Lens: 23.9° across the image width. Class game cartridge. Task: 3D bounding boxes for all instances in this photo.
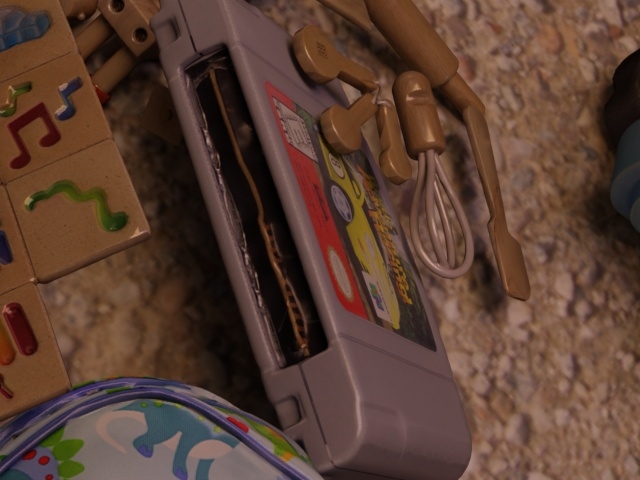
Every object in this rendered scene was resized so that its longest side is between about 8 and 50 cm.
[{"bbox_3d":[0.000,0.000,0.866,0.060,0.196,0.294,-24,70,13],"label":"game cartridge"}]

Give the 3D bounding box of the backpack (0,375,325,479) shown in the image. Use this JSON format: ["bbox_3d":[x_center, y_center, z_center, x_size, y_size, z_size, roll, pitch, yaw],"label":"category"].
[{"bbox_3d":[-0.121,0.229,0.668,0.290,0.273,0.355,36,42,2],"label":"backpack"}]

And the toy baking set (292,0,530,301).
[{"bbox_3d":[0.054,-0.078,0.968,0.256,0.030,0.197,46,36,-27],"label":"toy baking set"}]

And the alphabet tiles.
[{"bbox_3d":[-0.249,-0.036,0.745,0.285,0.011,0.342,-24,61,-2],"label":"alphabet tiles"}]

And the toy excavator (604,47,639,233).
[{"bbox_3d":[0.377,0.091,1.004,0.433,0.222,0.445,20,73,-16],"label":"toy excavator"}]

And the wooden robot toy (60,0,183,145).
[{"bbox_3d":[-0.120,-0.135,0.950,0.173,0.076,0.079,53,21,7],"label":"wooden robot toy"}]
